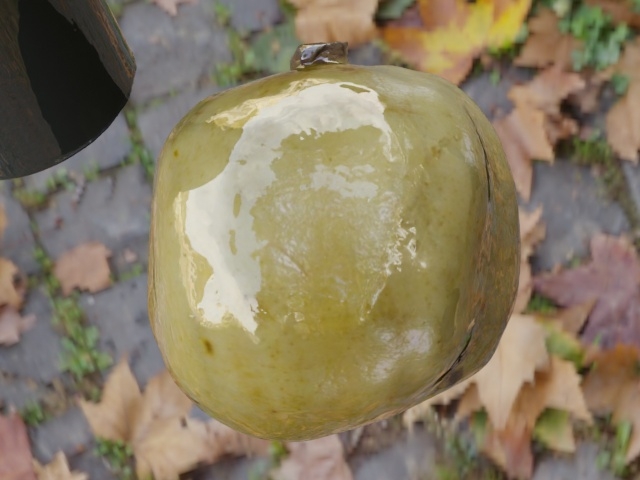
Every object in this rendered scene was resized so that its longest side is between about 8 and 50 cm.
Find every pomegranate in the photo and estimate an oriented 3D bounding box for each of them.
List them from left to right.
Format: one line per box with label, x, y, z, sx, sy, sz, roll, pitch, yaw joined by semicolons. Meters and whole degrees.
pomegranate;0.000;0.000;1.474;0.333;0.332;0.332;-1;62;3

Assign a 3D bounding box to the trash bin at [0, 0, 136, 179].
trash bin;-0.285;-0.222;1.403;0.214;0.334;0.214;-17;43;16
